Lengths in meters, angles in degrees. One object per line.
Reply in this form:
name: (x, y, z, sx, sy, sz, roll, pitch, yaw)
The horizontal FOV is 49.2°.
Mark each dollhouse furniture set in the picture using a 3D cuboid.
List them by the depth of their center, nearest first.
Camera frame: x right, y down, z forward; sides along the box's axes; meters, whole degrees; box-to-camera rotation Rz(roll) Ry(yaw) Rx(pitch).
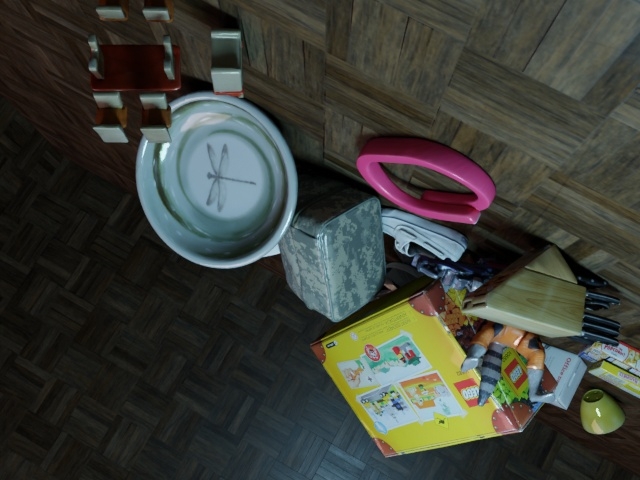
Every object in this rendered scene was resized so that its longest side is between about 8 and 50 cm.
dollhouse furniture set: (-0.262, -0.297, 1.198, 0.259, 0.261, 0.135, -1, 172, -6)

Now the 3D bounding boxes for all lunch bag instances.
lunch bag: (0.000, 0.000, 1.670, 0.256, 0.213, 0.305, 25, 137, 40)

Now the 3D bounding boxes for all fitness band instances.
fitness band: (0.192, -0.115, 1.302, 0.209, 0.054, 0.291, 41, 163, -32)

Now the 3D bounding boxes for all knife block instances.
knife block: (0.438, 0.145, 1.332, 0.242, 0.276, 0.088, 59, 156, 0)

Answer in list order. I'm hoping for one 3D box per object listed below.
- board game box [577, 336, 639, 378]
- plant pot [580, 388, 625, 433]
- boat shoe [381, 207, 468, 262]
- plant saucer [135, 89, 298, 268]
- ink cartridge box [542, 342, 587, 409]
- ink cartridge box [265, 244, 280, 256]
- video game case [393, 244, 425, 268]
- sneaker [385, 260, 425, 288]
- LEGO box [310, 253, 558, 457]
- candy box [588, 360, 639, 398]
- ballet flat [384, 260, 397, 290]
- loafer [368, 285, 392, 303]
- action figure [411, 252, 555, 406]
board game box: (0.740, 0.295, 1.692, 0.194, 0.045, 0.147, 27, 168, 13)
plant pot: (0.867, 0.522, 2.178, 0.095, 0.134, 0.134, 61, 158, -16)
boat shoe: (0.211, -0.006, 1.611, 0.258, 0.084, 0.095, 19, 164, 42)
plant saucer: (-0.225, -0.140, 1.587, 0.401, 0.400, 0.100, 27, -158, 12)
ink cartridge box: (0.642, 0.380, 2.027, 0.203, 0.148, 0.086, 18, 162, 46)
ink cartridge box: (-0.185, -0.023, 1.859, 0.207, 0.119, 0.353, -10, -172, 15)
video game case: (0.284, 0.070, 1.918, 0.143, 0.019, 0.157, 23, 165, 30)
sneaker: (0.257, 0.132, 1.930, 0.272, 0.108, 0.100, 17, 164, 50)
LEGO box: (0.257, 0.305, 1.734, 0.372, 0.193, 0.500, 56, 141, 0)
candy box: (0.765, 0.354, 1.694, 0.206, 0.027, 0.105, 27, 170, 12)
ballet flat: (0.206, 0.099, 2.116, 0.206, 0.073, 0.067, 28, 154, -8)
loafer: (0.216, 0.160, 2.332, 0.268, 0.096, 0.084, 3, 132, 51)
action figure: (0.332, 0.154, 1.450, 0.341, 0.330, 0.178, 16, 134, -4)
